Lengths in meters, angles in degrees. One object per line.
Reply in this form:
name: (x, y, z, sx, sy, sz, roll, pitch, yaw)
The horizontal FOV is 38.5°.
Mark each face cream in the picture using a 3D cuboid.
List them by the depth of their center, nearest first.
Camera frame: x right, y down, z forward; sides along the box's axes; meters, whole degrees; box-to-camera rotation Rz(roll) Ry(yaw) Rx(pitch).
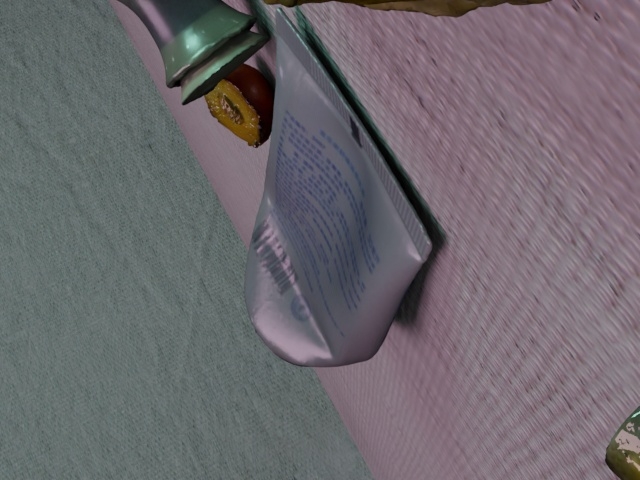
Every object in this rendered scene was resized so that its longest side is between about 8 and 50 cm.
face cream: (0.000, 0.000, 0.867, 0.235, 0.137, 0.420, 61, 163, 20)

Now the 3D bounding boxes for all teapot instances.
teapot: (-0.164, -0.257, 0.856, 0.251, 0.183, 0.183, 53, 173, -7)

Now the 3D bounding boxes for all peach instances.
peach: (-0.078, -0.152, 0.988, 0.098, 0.061, 0.098, 36, 157, 18)

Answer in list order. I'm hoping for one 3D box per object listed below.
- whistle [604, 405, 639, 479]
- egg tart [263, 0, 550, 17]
whistle: (0.210, 0.179, 0.276, 0.326, 0.057, 0.068, 56, 170, 36)
egg tart: (-0.011, -0.156, 0.304, 0.252, 0.098, 0.232, 42, 158, 16)
